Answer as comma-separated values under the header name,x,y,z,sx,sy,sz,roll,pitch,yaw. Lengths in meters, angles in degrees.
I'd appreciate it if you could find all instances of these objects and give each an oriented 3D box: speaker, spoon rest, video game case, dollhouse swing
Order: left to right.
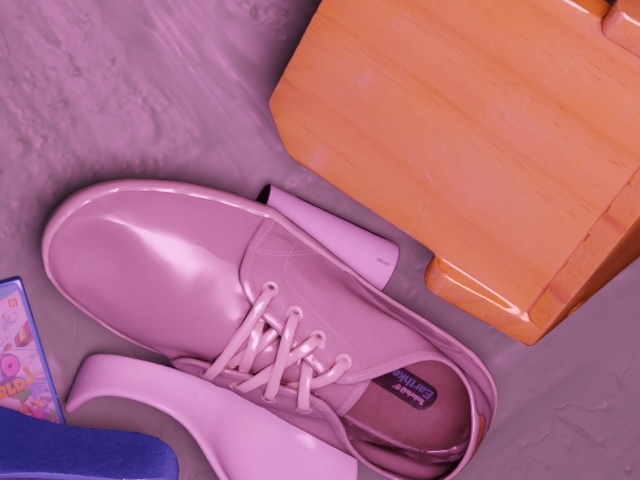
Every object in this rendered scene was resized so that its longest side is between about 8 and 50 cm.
name,x,y,z,sx,sy,sz,roll,pitch,yaw
video game case,-0.307,0.126,1.674,0.119,0.015,0.166,-16,106,-4
spoon rest,-0.090,0.174,1.674,0.276,0.084,0.137,23,61,-12
speaker,0.000,0.000,1.668,0.136,0.055,0.055,25,99,-14
dollhouse swing,0.192,-0.145,1.544,0.305,0.315,0.347,44,137,13

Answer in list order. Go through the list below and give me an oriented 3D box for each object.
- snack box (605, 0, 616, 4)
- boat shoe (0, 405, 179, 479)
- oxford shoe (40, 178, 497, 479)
name,x,y,z,sx,sy,sz,roll,pitch,yaw
snack box,0.202,-0.211,1.661,0.178,0.022,0.064,-33,108,1
boat shoe,-0.258,0.215,1.629,0.258,0.109,0.089,12,128,8
oxford shoe,-0.033,0.083,1.606,0.449,0.130,0.169,29,112,-15
